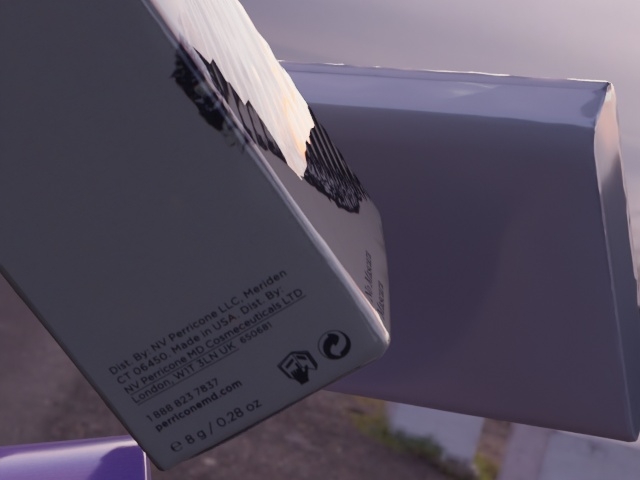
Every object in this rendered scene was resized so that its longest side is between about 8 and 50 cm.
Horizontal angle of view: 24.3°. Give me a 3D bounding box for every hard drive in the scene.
[{"bbox_3d":[0.000,0.000,0.737,0.307,0.203,0.040,7,46,25],"label":"hard drive"}]

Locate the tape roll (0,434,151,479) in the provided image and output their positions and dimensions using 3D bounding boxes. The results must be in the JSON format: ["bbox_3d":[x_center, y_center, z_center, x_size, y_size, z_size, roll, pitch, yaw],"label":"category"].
[{"bbox_3d":[-0.126,0.244,0.790,0.090,0.275,0.275,-5,9,-6],"label":"tape roll"}]

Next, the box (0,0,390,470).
[{"bbox_3d":[-0.086,-0.069,0.476,0.275,0.094,0.113,55,14,-23],"label":"box"}]
